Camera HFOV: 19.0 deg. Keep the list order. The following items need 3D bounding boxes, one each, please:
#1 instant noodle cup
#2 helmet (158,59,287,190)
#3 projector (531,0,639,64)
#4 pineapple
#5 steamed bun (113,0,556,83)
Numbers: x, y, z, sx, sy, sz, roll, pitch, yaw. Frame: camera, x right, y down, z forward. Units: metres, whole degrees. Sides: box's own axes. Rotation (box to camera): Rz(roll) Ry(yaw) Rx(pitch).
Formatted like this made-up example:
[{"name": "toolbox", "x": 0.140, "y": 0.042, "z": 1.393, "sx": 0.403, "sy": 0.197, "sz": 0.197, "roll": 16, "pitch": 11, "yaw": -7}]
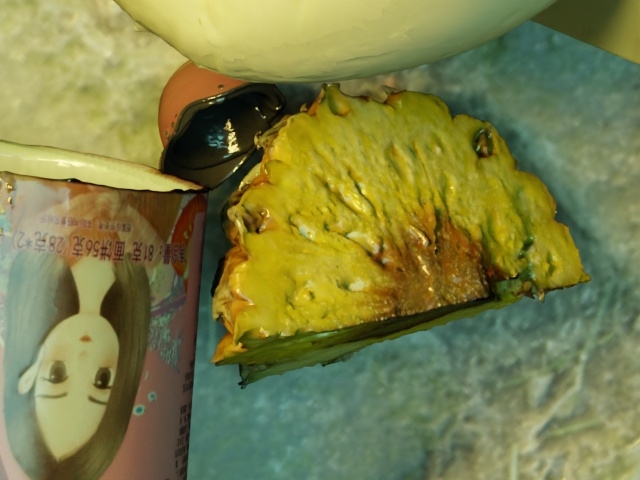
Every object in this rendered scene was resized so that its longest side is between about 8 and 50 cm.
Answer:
[{"name": "instant noodle cup", "x": -0.165, "y": 0.070, "z": 0.944, "sx": 0.243, "sy": 0.243, "sz": 0.231, "roll": 8, "pitch": 96, "yaw": -16}, {"name": "helmet", "x": -0.061, "y": -0.070, "z": 1.025, "sx": 0.065, "sy": 0.049, "sz": 0.084, "roll": 5, "pitch": 135, "yaw": -47}, {"name": "projector", "x": 0.239, "y": -0.151, "z": 0.969, "sx": 0.257, "sy": 0.259, "sz": 0.079, "roll": -9, "pitch": 106, "yaw": -13}, {"name": "pineapple", "x": 0.005, "y": -0.001, "z": 1.035, "sx": 0.249, "sy": 0.164, "sz": 0.140, "roll": -12, "pitch": 78, "yaw": -33}, {"name": "steamed bun", "x": 0.033, "y": -0.232, "z": 0.865, "sx": 0.233, "sy": 0.312, "sz": 0.334, "roll": -8, "pitch": 148, "yaw": -45}]
